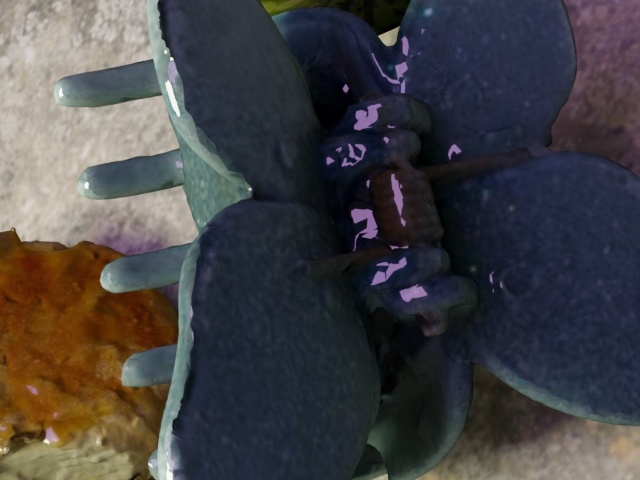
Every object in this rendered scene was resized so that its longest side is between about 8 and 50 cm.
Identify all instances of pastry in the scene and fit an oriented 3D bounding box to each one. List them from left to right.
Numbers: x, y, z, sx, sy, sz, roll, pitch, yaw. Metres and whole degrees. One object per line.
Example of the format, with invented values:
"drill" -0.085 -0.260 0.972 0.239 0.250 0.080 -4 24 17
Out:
"pastry" -0.205 0.099 1.320 0.218 0.100 0.229 35 56 25

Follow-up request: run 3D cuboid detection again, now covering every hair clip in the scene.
"hair clip" 0.000 0.000 1.093 0.238 0.392 0.318 -25 79 56

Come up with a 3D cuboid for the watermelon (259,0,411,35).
"watermelon" -0.017 -0.264 1.228 0.285 0.285 0.285 -13 67 33
